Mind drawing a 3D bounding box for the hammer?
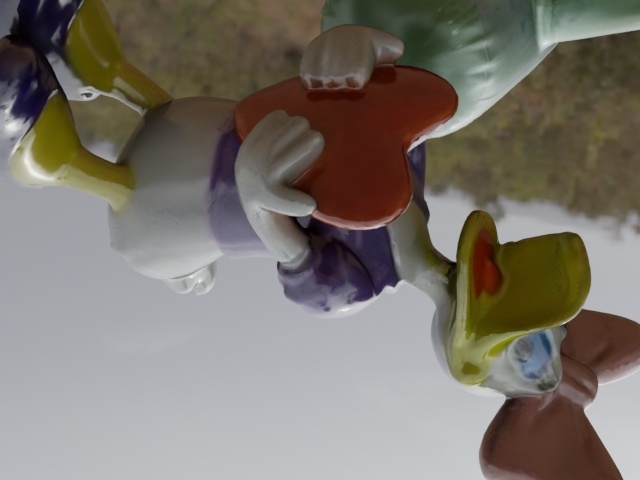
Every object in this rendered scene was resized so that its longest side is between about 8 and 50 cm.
[{"bbox_3d":[0.176,-0.151,0.848,0.336,0.118,0.206,-7,-158,32],"label":"hammer"}]

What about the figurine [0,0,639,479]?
[{"bbox_3d":[-0.003,-0.005,0.779,0.421,0.154,0.193,23,140,-1],"label":"figurine"}]
